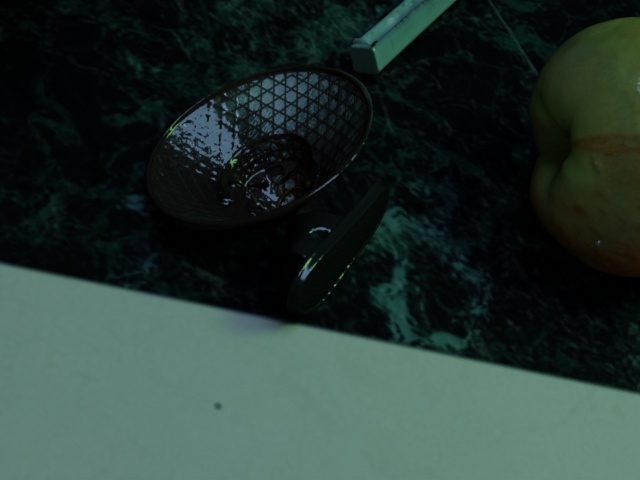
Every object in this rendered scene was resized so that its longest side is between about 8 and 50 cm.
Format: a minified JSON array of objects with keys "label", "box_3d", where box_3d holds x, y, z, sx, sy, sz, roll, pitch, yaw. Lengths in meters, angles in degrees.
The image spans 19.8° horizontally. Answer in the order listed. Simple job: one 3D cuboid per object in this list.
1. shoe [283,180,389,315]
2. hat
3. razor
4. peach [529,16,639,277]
[{"label":"shoe","box_3d":[0.000,0.000,1.448,0.053,0.062,0.159,27,45,17]},{"label":"hat","box_3d":[-0.038,-0.050,1.463,0.193,0.082,0.193,-14,38,11]},{"label":"razor","box_3d":[0.109,-0.234,1.702,0.111,0.056,0.278,8,43,34]},{"label":"peach","box_3d":[0.287,-0.078,1.534,0.232,0.232,0.232,12,48,-14]}]
